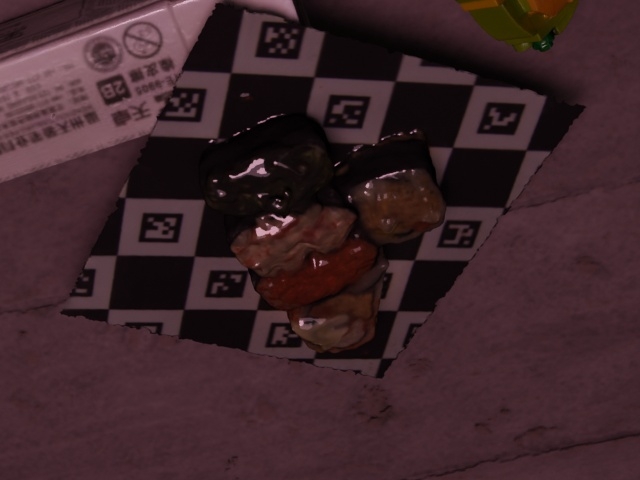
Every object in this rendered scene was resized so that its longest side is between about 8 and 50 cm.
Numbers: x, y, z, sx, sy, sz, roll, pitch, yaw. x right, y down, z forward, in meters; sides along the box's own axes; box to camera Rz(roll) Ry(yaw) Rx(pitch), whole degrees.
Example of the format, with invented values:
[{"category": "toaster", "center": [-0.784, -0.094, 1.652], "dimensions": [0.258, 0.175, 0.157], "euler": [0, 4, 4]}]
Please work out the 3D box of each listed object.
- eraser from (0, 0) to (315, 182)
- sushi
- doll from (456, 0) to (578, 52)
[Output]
[{"category": "eraser", "center": [-0.208, -0.119, 1.109], "dimensions": [0.404, 0.096, 0.098], "euler": [-18, 119, 5]}, {"category": "sushi", "center": [0.000, 0.000, 1.146], "dimensions": [0.320, 0.069, 0.339], "euler": [14, 129, -26]}, {"category": "doll", "center": [0.117, -0.211, 1.069], "dimensions": [0.186, 0.106, 0.134], "euler": [24, 76, -34]}]
